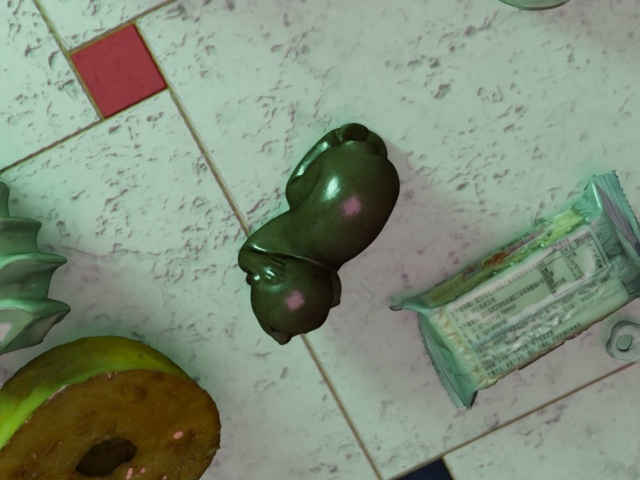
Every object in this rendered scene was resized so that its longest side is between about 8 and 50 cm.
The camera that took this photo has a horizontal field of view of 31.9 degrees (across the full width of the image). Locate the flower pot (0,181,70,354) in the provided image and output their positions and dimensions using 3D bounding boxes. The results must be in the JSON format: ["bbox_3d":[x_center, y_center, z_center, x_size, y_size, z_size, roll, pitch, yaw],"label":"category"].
[{"bbox_3d":[-0.460,0.084,1.201,0.367,0.164,0.254,-44,83,9],"label":"flower pot"}]

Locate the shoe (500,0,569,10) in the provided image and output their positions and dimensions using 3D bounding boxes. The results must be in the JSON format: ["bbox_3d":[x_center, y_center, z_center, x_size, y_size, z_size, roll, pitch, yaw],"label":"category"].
[{"bbox_3d":[0.215,-0.404,1.130,0.172,0.198,0.351,-11,107,-1],"label":"shoe"}]

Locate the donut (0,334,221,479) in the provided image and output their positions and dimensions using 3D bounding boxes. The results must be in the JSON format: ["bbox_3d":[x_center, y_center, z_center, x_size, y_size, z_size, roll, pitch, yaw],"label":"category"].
[{"bbox_3d":[-0.257,0.222,1.283,0.278,0.108,0.277,-18,132,-21],"label":"donut"}]

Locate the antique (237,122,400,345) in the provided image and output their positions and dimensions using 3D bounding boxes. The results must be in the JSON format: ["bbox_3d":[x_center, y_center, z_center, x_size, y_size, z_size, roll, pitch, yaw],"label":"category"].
[{"bbox_3d":[0.000,0.000,1.267,0.121,0.143,0.257,31,104,-16],"label":"antique"}]

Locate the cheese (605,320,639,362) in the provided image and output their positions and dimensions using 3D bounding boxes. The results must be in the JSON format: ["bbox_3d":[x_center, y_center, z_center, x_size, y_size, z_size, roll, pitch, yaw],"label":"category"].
[{"bbox_3d":[0.490,0.134,1.399,0.249,0.071,0.163,34,101,-14],"label":"cheese"}]

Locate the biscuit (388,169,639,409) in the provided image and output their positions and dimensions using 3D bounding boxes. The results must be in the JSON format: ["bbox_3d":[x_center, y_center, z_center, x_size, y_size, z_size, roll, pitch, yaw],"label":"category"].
[{"bbox_3d":[0.258,0.069,1.349,0.309,0.079,0.186,-33,110,4],"label":"biscuit"}]
